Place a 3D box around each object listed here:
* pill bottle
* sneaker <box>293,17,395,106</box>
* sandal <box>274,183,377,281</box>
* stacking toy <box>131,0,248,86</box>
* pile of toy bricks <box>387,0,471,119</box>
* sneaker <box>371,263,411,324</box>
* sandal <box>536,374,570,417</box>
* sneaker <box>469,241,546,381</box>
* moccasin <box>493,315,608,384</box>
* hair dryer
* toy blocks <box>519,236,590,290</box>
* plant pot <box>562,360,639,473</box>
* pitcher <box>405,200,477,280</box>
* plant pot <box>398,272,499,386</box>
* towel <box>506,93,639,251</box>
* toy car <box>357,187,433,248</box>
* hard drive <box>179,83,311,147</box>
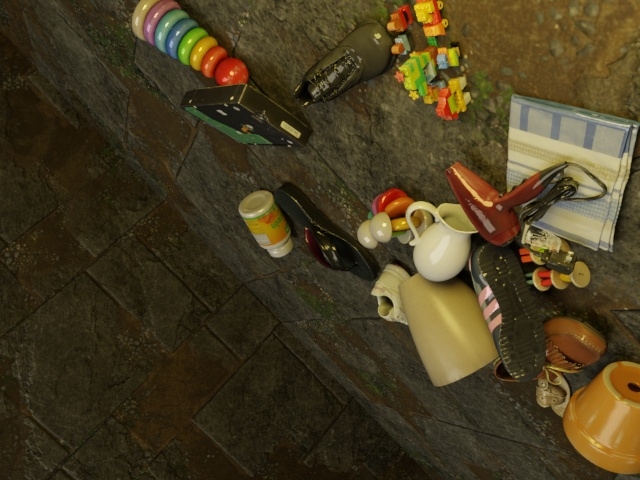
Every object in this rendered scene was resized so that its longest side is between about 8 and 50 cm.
[{"bbox_3d":[-0.193,-0.055,1.898,0.136,0.136,0.245,22,149,42],"label":"pill bottle"},{"bbox_3d":[0.041,-0.337,1.025,0.109,0.130,0.286,51,155,-11],"label":"sneaker"},{"bbox_3d":[-0.002,0.000,1.710,0.446,0.107,0.167,42,158,4],"label":"sandal"},{"bbox_3d":[-0.333,-0.515,1.359,0.330,0.141,0.141,37,157,4],"label":"stacking toy"},{"bbox_3d":[0.173,-0.303,0.890,0.118,0.105,0.212,17,146,48],"label":"pile of toy bricks"},{"bbox_3d":[0.252,0.218,1.608,0.114,0.152,0.305,7,139,53],"label":"sneaker"},{"bbox_3d":[0.648,0.444,1.428,0.088,0.079,0.240,12,142,52],"label":"sandal"},{"bbox_3d":[0.425,0.157,1.170,0.131,0.112,0.318,111,146,-89],"label":"sneaker"},{"bbox_3d":[0.538,0.280,1.238,0.139,0.147,0.380,44,158,1],"label":"moccasin"},{"bbox_3d":[0.366,-0.080,0.955,0.294,0.080,0.223,25,133,33],"label":"hair dryer"},{"bbox_3d":[0.471,0.054,1.080,0.123,0.054,0.148,47,158,-9],"label":"toy blocks"},{"bbox_3d":[0.678,0.381,1.147,0.205,0.205,0.187,28,137,34],"label":"plant pot"},{"bbox_3d":[0.267,-0.003,1.178,0.178,0.125,0.207,17,141,3],"label":"pitcher"},{"bbox_3d":[0.335,0.204,1.370,0.273,0.257,0.256,57,159,10],"label":"plant pot"},{"bbox_3d":[0.427,-0.113,0.893,0.209,0.034,0.284,28,151,38],"label":"towel"},{"bbox_3d":[0.180,-0.060,1.289,0.182,0.159,0.136,147,113,-67],"label":"toy car"},{"bbox_3d":[-0.213,-0.342,1.413,0.237,0.064,0.339,27,171,-39],"label":"hard drive"}]
